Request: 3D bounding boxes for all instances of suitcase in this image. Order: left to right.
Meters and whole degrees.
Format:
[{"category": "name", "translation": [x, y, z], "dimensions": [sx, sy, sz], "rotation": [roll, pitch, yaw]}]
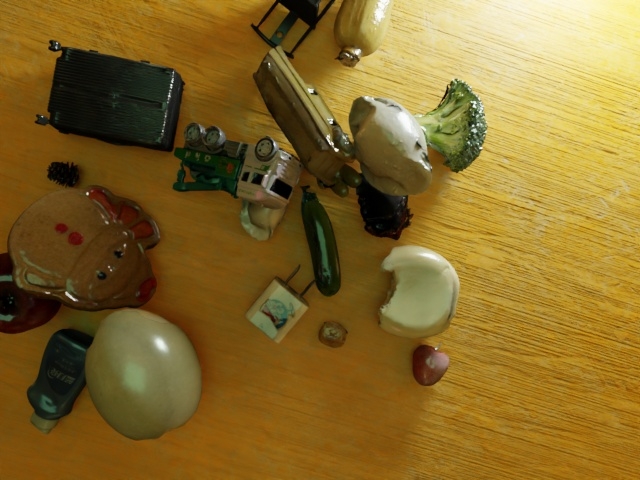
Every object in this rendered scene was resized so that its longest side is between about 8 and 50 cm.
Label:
[{"category": "suitcase", "translation": [-0.561, -0.381, 1.300], "dimensions": [0.334, 0.152, 0.230], "rotation": [10, 92, -3]}]

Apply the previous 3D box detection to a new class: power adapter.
[{"category": "power adapter", "translation": [-0.099, 0.166, 1.344], "dimensions": [0.130, 0.125, 0.205], "rotation": [39, 90, -1]}]

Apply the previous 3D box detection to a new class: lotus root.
[{"category": "lotus root", "translation": [0.122, -0.630, 1.332], "dimensions": [0.146, 0.131, 0.304], "rotation": [18, 90, 20]}]

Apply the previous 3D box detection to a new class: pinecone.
[{"category": "pinecone", "translation": [-0.725, -0.188, 1.336], "dimensions": [0.077, 0.083, 0.077], "rotation": [-3, 86, 40]}]

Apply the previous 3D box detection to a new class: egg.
[{"category": "egg", "translation": [-0.467, 0.338, 1.256], "dimensions": [0.278, 0.278, 0.336], "rotation": [-17, 95, -2]}]

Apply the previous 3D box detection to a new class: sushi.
[{"category": "sushi", "translation": [0.185, -0.084, 1.338], "dimensions": [0.153, 0.150, 0.172], "rotation": [-5, 52, 8]}]

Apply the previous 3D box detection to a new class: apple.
[{"category": "apple", "translation": [-0.804, 0.135, 1.269], "dimensions": [0.233, 0.234, 0.234], "rotation": [0, 91, -2]}]

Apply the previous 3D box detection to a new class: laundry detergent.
[{"category": "laundry detergent", "translation": [-0.739, 0.403, 1.340], "dimensions": [0.143, 0.094, 0.290], "rotation": [25, 90, -6]}]

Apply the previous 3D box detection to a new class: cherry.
[{"category": "cherry", "translation": [0.322, 0.364, 1.384], "dimensions": [0.106, 0.087, 0.126], "rotation": [0, 89, 2]}]

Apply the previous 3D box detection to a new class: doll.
[{"category": "doll", "translation": [0.026, -0.214, 1.325], "dimensions": [0.137, 0.097, 0.209], "rotation": [-49, 63, 12]}]

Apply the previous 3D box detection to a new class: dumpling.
[{"category": "dumpling", "translation": [-0.163, -0.096, 1.352], "dimensions": [0.127, 0.108, 0.188], "rotation": [27, 105, 22]}, {"category": "dumpling", "translation": [0.159, -0.228, 1.222], "dimensions": [0.175, 0.227, 0.243], "rotation": [4, 60, -24]}]

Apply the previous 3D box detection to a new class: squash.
[{"category": "squash", "translation": [0.001, 0.000, 1.367], "dimensions": [0.087, 0.087, 0.332], "rotation": [-13, 90, -2]}]

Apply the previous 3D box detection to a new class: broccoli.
[{"category": "broccoli", "translation": [0.284, -0.281, 1.323], "dimensions": [0.361, 0.221, 0.252], "rotation": [-23, 85, 9]}]

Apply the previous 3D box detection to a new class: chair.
[{"category": "chair", "translation": [-0.063, -0.671, 1.323], "dimensions": [0.154, 0.141, 0.260], "rotation": [37, 87, -2]}]

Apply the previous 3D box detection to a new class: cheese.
[{"category": "cheese", "translation": [0.267, 0.150, 1.358], "dimensions": [0.233, 0.127, 0.266], "rotation": [13, 90, -2]}]

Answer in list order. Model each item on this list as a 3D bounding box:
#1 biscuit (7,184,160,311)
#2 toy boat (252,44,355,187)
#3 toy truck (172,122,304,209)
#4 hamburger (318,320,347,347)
[{"category": "biscuit", "translation": [-0.602, 0.032, 1.263], "dimensions": [0.381, 0.074, 0.359], "rotation": [38, 60, -14]}, {"category": "toy boat", "translation": [-0.042, -0.353, 1.274], "dimensions": [0.136, 0.162, 0.446], "rotation": [-48, 64, 39]}, {"category": "toy truck", "translation": [-0.232, -0.192, 1.268], "dimensions": [0.363, 0.176, 0.178], "rotation": [12, 86, 24]}, {"category": "hamburger", "translation": [0.036, 0.277, 1.393], "dimensions": [0.083, 0.044, 0.076], "rotation": [16, 90, 0]}]
